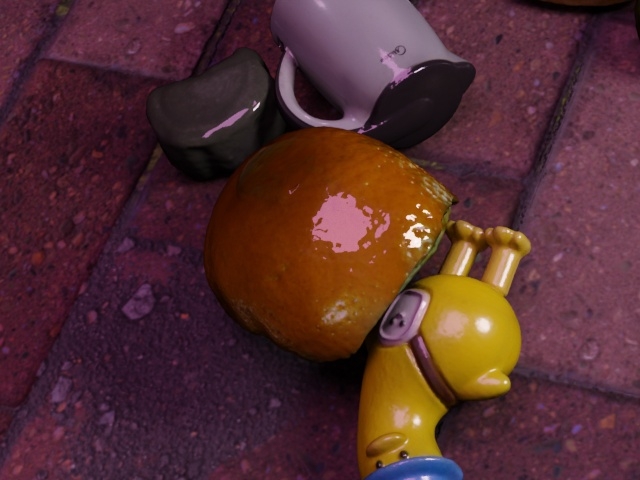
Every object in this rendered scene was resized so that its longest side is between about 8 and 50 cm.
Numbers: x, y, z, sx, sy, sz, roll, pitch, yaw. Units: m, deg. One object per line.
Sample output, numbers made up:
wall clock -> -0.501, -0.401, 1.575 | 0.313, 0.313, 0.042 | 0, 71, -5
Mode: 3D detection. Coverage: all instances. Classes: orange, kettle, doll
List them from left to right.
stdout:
orange -> -0.007, -0.005, 1.986 | 0.263, 0.196, 0.334 | -56, 39, -2
kettle -> 0.042, -0.212, 2.171 | 0.221, 0.161, 0.236 | -32, 57, -11
doll -> 0.118, 0.152, 1.926 | 0.199, 0.145, 0.363 | 10, 68, 40

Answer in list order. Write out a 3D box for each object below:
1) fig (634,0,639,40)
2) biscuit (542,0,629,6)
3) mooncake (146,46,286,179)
fig -> 0.459, -0.275, 2.114 | 0.177, 0.117, 0.117 | -22, 52, -17
biscuit -> 0.340, -0.403, 2.266 | 0.273, 0.049, 0.257 | 29, 67, 30
mooncake -> -0.131, -0.162, 2.233 | 0.175, 0.104, 0.168 | 4, 63, 24
